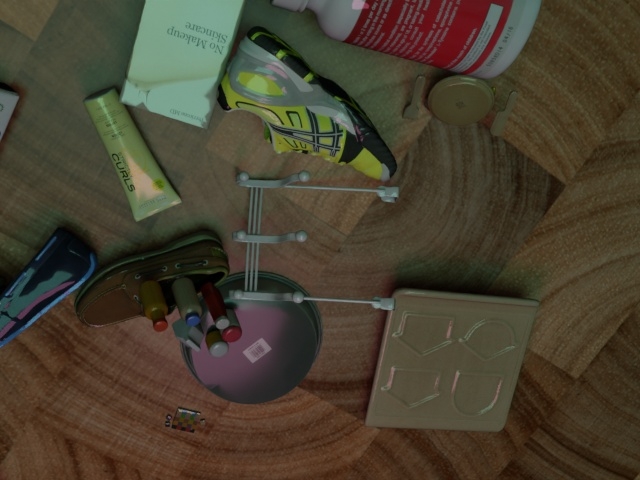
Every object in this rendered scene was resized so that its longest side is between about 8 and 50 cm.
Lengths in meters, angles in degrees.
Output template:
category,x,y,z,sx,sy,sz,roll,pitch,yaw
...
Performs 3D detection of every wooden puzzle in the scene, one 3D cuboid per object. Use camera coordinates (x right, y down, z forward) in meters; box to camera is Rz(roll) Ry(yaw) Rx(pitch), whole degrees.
category,x,y,z,sx,sy,sz,roll,pitch,yaw
wooden puzzle,-0.283,0.377,1.481,0.083,0.006,0.049,18,105,-16
wooden puzzle,0.271,0.254,1.510,0.322,0.080,0.348,6,112,-12

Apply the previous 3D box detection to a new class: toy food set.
category,x,y,z,sx,sy,sz,roll,pitch,yaw
toy food set,0.260,-0.263,1.316,0.192,0.038,0.132,10,145,-1
toy food set,-0.214,0.152,1.263,0.111,0.104,0.232,-34,133,3

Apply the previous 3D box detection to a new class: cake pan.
category,x,y,z,sx,sy,sz,roll,pitch,yaw
cake pan,-0.135,0.208,1.425,0.293,0.054,0.293,-4,110,-10

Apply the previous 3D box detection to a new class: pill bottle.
category,x,y,z,sx,sy,sz,roll,pitch,yaw
pill bottle,0.133,-0.422,1.161,0.408,0.229,0.229,11,107,-14

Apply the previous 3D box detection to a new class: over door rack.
category,x,y,z,sx,sy,sz,roll,pitch,yaw
over door rack,0.000,0.000,1.305,0.324,0.108,0.239,5,83,-12

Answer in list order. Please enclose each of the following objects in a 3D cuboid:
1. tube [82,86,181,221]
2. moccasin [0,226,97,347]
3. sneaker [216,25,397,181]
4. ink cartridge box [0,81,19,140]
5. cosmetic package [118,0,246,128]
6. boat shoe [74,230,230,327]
category,x,y,z,sx,sy,sz,roll,pitch,yaw
tube,-0.339,-0.153,1.261,0.070,0.062,0.240,-2,122,33
moccasin,-0.569,0.106,1.283,0.342,0.138,0.117,-40,107,-10
sneaker,-0.017,-0.210,1.246,0.385,0.145,0.147,35,109,-32
ink cartridge box,-0.653,-0.107,1.161,0.176,0.069,0.371,9,111,-59
cosmetic package,-0.220,-0.362,1.180,0.160,0.113,0.309,14,105,-15
boat shoe,-0.315,0.087,1.306,0.307,0.104,0.111,-29,136,2
